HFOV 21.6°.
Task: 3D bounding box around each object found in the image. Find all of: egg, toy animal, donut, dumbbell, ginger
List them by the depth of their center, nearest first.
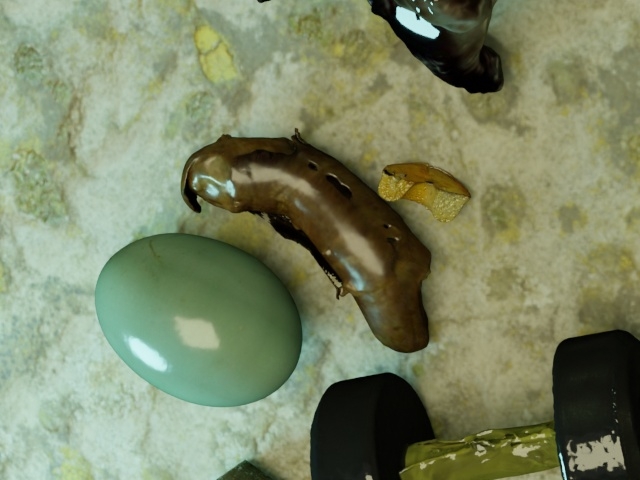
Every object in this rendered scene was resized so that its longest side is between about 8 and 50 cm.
[{"bbox_3d":[0.040,-0.287,1.553,0.344,0.302,0.194,31,105,10],"label":"toy animal"},{"bbox_3d":[0.170,0.212,1.650,0.322,0.204,0.204,-12,96,21],"label":"dumbbell"},{"bbox_3d":[0.100,-0.048,1.700,0.067,0.083,0.038,52,133,37],"label":"donut"},{"bbox_3d":[0.005,-0.014,1.719,0.309,0.107,0.133,35,95,6],"label":"ginger"},{"bbox_3d":[-0.127,0.081,1.745,0.231,0.168,0.168,25,107,16],"label":"egg"}]

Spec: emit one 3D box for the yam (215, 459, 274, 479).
[{"bbox_3d":[-0.046,0.306,1.810,0.179,0.078,0.078,38,109,12],"label":"yam"}]
